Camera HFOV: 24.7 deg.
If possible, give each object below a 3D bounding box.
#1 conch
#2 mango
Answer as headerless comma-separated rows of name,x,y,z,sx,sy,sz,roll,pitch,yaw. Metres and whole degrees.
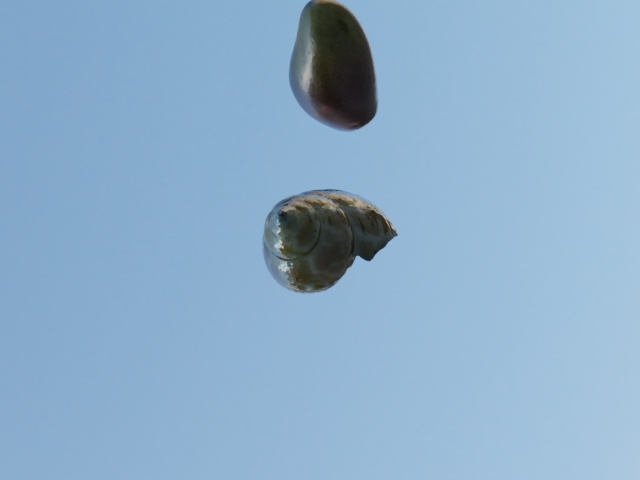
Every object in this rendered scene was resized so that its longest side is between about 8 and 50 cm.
conch,-0.001,-0.005,1.464,0.173,0.116,0.105,-22,-73,-39
mango,0.017,-0.255,2.212,0.267,0.133,0.111,75,-153,-52
